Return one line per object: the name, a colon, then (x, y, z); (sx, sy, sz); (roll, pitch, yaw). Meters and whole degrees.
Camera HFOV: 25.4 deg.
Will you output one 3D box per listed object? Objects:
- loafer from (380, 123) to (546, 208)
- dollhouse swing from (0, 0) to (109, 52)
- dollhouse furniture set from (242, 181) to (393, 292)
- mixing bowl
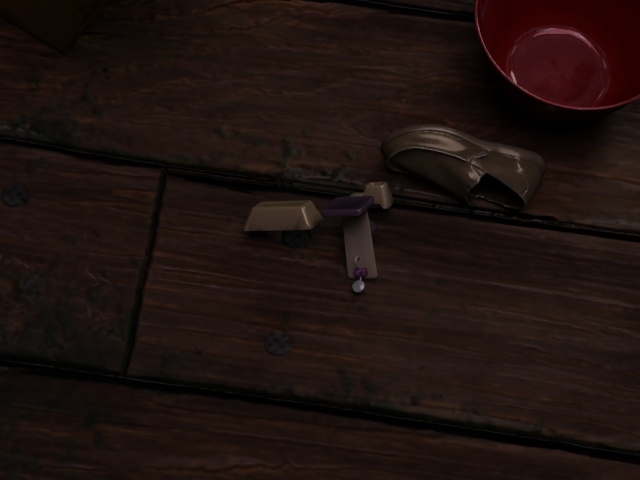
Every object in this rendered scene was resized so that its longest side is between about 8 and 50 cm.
loafer: (0.125, -0.063, 1.244); (0.148, 0.056, 0.050); (9, 61, 1)
dollhouse swing: (-0.232, -0.409, 1.263); (0.305, 0.315, 0.347); (39, 70, -9)
dollhouse furniture set: (0.000, 0.000, 1.238); (0.114, 0.091, 0.081); (-1, 108, 20)
mixing bowl: (0.221, -0.174, 1.273); (0.181, 0.098, 0.181); (1, 66, -3)
